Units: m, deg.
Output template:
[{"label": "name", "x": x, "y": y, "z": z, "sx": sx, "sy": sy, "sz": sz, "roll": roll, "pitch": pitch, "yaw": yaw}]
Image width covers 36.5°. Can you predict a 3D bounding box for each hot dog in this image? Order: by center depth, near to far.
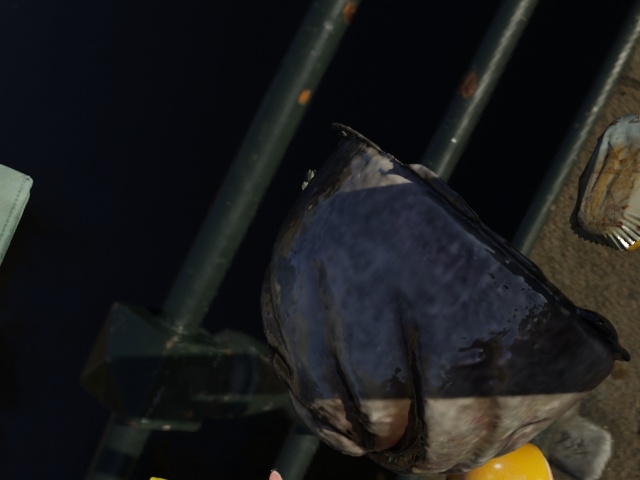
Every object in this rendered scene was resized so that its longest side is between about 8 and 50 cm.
[{"label": "hot dog", "x": 0.525, "y": -0.102, "z": 1.670, "sx": 0.163, "sy": 0.082, "sz": 0.270, "roll": 2, "pitch": 62, "yaw": 44}]

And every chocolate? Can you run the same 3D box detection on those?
[{"label": "chocolate", "x": 0.065, "y": 0.074, "z": 0.792, "sx": 0.213, "sy": 0.303, "sz": 0.303, "roll": -51, "pitch": 55, "yaw": 2}]

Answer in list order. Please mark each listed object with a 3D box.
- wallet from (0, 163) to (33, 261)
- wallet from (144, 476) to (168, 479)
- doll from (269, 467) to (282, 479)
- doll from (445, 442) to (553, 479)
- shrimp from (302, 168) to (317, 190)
[{"label": "wallet", "x": -0.414, "y": -0.040, "z": 0.845, "sx": 0.251, "sy": 0.290, "sz": 0.054, "roll": -95, "pitch": 30, "yaw": -59}, {"label": "wallet", "x": -0.224, "y": 0.493, "z": 1.474, "sx": 0.067, "sy": 0.141, "sz": 0.241, "roll": -24, "pitch": 58, "yaw": 31}, {"label": "doll", "x": -0.021, "y": 0.452, "z": 1.551, "sx": 0.181, "sy": 0.107, "sz": 0.110, "roll": 13, "pitch": 53, "yaw": 41}, {"label": "doll", "x": 0.331, "y": 0.486, "z": 1.752, "sx": 0.213, "sy": 0.213, "sz": 0.236, "roll": -26, "pitch": 60, "yaw": 28}, {"label": "shrimp", "x": 0.000, "y": 0.000, "z": 1.547, "sx": 0.046, "sy": 0.152, "sz": 0.219, "roll": -2, "pitch": 77, "yaw": 14}]
